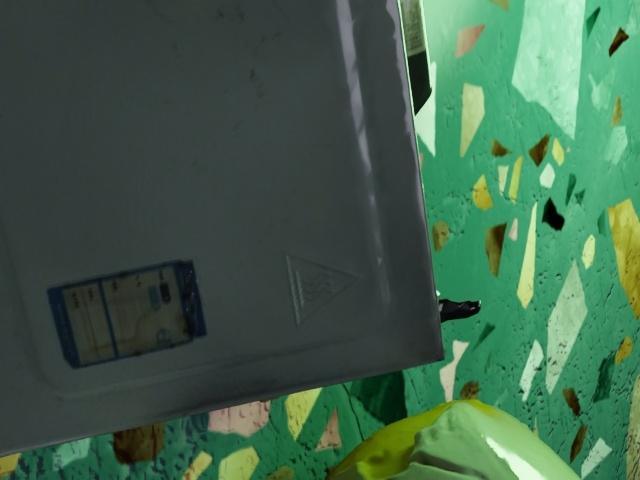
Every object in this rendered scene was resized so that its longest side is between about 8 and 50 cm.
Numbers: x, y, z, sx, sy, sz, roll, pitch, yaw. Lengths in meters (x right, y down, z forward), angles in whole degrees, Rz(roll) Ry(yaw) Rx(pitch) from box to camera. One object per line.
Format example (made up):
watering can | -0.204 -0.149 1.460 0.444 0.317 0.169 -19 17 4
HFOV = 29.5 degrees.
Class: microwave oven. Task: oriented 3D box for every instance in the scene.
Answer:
microwave oven | -0.099 -0.110 0.622 0.286 0.218 0.355 -12 110 -6

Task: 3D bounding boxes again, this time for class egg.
egg | 0.097 0.309 0.999 0.345 0.283 0.283 -57 139 -7

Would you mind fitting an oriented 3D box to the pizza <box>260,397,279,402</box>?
pizza | -0.005 0.001 0.978 0.134 0.056 0.271 41 66 -40
